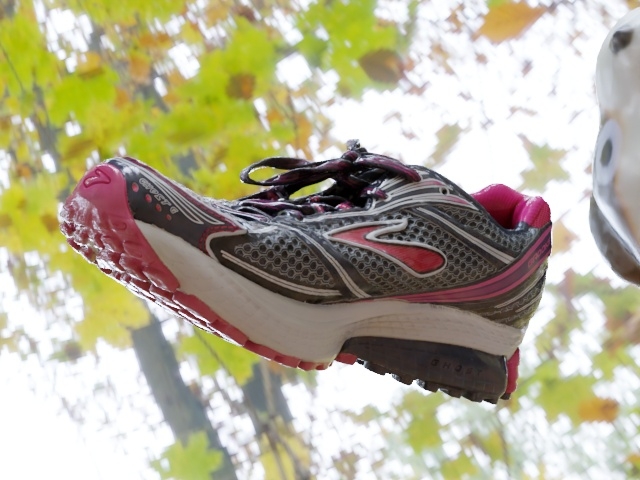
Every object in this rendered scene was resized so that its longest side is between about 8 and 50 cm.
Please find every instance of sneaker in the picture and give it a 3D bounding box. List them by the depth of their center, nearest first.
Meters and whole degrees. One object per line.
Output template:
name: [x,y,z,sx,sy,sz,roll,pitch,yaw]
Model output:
sneaker: [0.000,0.000,0.805,0.299,0.121,0.112,13,-82,-46]

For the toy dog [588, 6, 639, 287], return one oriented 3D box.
toy dog: [0.345,-0.113,1.091,0.408,0.284,0.395,-30,-72,-30]
